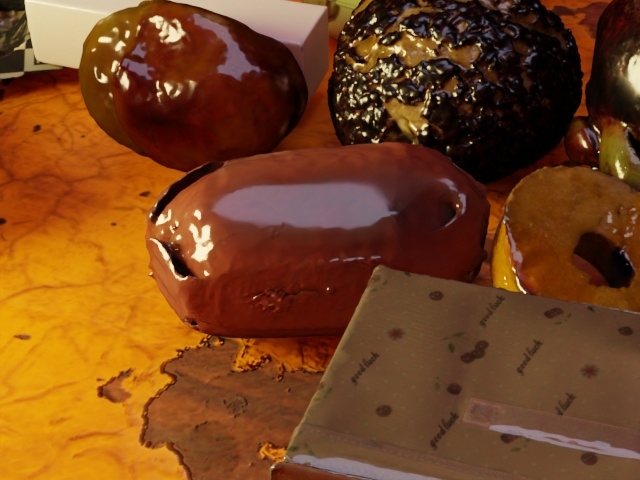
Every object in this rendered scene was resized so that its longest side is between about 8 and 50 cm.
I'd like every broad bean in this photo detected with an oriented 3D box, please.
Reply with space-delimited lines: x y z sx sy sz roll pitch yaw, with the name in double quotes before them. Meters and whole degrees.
"broad bean" -0.125 -0.143 1.316 0.229 0.156 0.122 15 36 14

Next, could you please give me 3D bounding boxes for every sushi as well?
"sushi" -0.345 -0.222 1.533 0.193 0.040 0.210 -12 45 -11

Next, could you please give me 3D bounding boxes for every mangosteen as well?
"mangosteen" 0.310 -0.108 1.199 0.265 0.228 0.228 -42 42 5

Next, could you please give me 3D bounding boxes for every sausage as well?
"sausage" 0.000 0.000 1.122 0.280 0.152 0.152 -5 37 -2

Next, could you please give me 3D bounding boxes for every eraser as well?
"eraser" -0.143 -0.206 1.415 0.298 0.076 0.078 12 41 16

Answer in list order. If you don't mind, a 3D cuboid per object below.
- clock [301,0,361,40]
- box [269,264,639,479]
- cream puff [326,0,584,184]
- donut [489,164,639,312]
"clock" 0.077 -0.295 1.543 0.308 0.096 0.235 15 42 23
"box" 0.146 0.172 0.820 0.297 0.225 0.190 11 41 18
"cream puff" 0.117 -0.156 1.289 0.239 0.164 0.239 -9 33 6
"donut" 0.208 0.035 1.081 0.174 0.074 0.190 -17 59 -29
